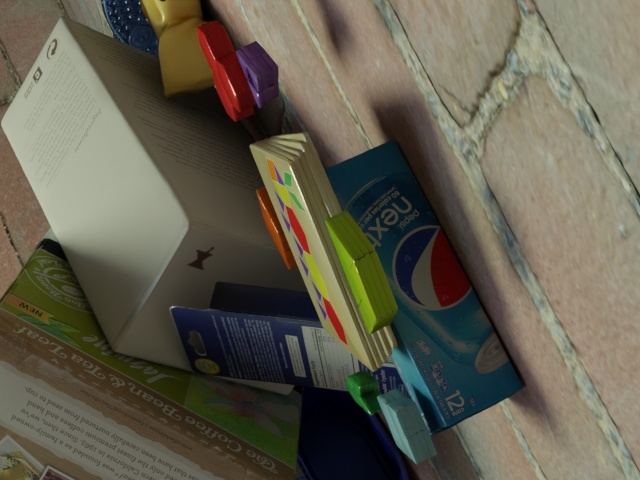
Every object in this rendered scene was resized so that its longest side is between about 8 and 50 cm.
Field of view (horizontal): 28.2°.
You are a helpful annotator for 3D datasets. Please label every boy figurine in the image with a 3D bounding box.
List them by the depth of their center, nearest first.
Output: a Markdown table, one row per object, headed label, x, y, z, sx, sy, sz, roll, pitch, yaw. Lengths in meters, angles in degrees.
| label | x | y | z | sx | sy | sz | roll | pitch | yaw |
| --- | --- | --- | --- | --- | --- | --- | --- | --- | --- |
| boy figurine | -0.181 | -0.262 | 1.471 | 0.177 | 0.092 | 0.285 | 86 | 160 | -55 |

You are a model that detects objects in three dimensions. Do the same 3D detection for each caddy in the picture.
| label | x | y | z | sx | sy | sz | roll | pitch | yaw |
| --- | --- | --- | --- | --- | --- | --- | --- | --- | --- |
| caddy | -0.024 | 0.297 | 1.572 | 0.341 | 0.241 | 0.179 | 55 | 173 | 40 |

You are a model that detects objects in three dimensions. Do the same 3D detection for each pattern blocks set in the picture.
| label | x | y | z | sx | sy | sz | roll | pitch | yaw |
| --- | --- | --- | --- | --- | --- | --- | --- | --- | --- |
| pattern blocks set | 0.000 | 0.000 | 0.959 | 0.324 | 0.026 | 0.285 | 70 | 169 | -23 |

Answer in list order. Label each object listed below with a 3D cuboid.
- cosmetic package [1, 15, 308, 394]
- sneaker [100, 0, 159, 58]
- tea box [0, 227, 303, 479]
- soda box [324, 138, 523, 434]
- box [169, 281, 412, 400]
| label | x | y | z | sx | sy | sz | roll | pitch | yaw |
| --- | --- | --- | --- | --- | --- | --- | --- | --- | --- |
| cosmetic package | -0.167 | -0.049 | 1.399 | 0.230 | 0.161 | 0.453 | 21 | -159 | -38 |
| sneaker | -0.270 | -0.317 | 1.802 | 0.090 | 0.081 | 0.232 | 47 | 161 | 40 |
| tea box | -0.210 | 0.186 | 1.331 | 0.329 | 0.220 | 0.323 | 30 | -162 | -9 |
| soda box | 0.069 | 0.036 | 0.961 | 0.210 | 0.067 | 0.071 | 63 | 169 | 10 |
| box | -0.018 | 0.093 | 1.175 | 0.136 | 0.225 | 0.036 | 81 | -163 | -57 |
